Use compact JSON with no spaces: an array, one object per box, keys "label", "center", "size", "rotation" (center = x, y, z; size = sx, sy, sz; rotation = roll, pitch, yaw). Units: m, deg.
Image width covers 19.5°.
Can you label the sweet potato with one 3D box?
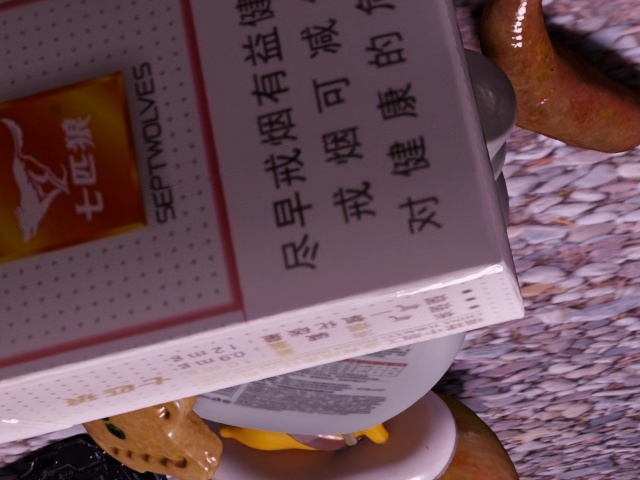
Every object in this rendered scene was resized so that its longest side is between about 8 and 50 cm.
[{"label":"sweet potato","center":[0.143,-0.094,1.102],"size":[0.078,0.058,0.255],"rotation":[-35,151,16]}]

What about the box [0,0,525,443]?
[{"label":"box","center":[-0.084,-0.032,0.920],"size":[0.330,0.210,0.095],"rotation":[-14,159,7]}]

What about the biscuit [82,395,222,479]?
[{"label":"biscuit","center":[-0.156,0.079,1.231],"size":[0.166,0.036,0.225],"rotation":[7,137,46]}]

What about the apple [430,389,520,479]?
[{"label":"apple","center":[0.065,0.267,1.770],"size":[0.264,0.264,0.264],"rotation":[-10,160,-3]}]

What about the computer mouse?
[{"label":"computer mouse","center":[-0.230,0.266,1.799],"size":[0.241,0.146,0.077],"rotation":[-26,175,29]}]

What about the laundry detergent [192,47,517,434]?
[{"label":"laundry detergent","center":[0.000,0.000,1.172],"size":[0.264,0.125,0.398],"rotation":[11,153,-15]}]

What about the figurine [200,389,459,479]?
[{"label":"figurine","center":[-0.022,0.126,1.538],"size":[0.250,0.167,0.141],"rotation":[-5,140,21]}]
